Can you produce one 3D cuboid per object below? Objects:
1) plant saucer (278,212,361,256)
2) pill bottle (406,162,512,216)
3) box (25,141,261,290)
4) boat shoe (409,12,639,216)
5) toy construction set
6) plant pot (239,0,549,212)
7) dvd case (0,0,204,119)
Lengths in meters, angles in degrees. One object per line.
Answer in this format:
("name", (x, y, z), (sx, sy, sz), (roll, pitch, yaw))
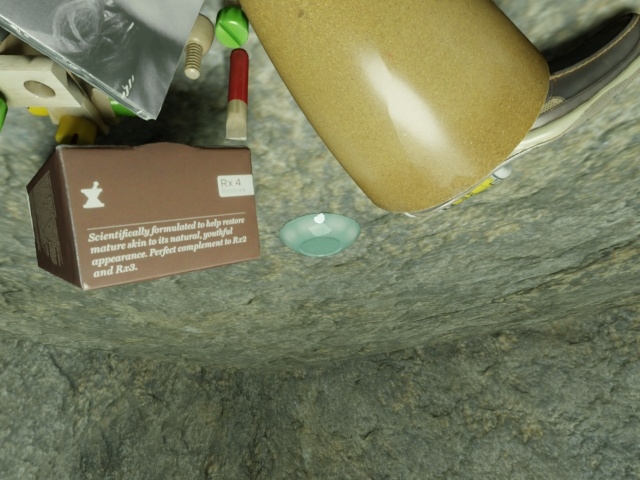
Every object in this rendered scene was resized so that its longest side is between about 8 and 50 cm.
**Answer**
("plant saucer", (0.000, 0.000, 0.968), (0.195, 0.037, 0.195), (-4, 154, -2))
("pill bottle", (0.216, -0.111, 0.702), (0.103, 0.103, 0.184), (16, 147, -35))
("box", (-0.260, -0.032, 0.555), (0.191, 0.143, 0.381), (-10, -175, -38))
("boat shoe", (0.231, -0.173, 0.526), (0.355, 0.132, 0.130), (-36, 100, 13))
("toy construction set", (-0.213, -0.160, 0.396), (0.309, 0.237, 0.257), (9, 150, -26))
("plant pot", (0.055, -0.196, 0.417), (0.237, 0.237, 0.254), (-27, 130, 38))
("dvd case", (-0.153, -0.228, 0.299), (0.018, 0.221, 0.164), (3, 162, 37))
